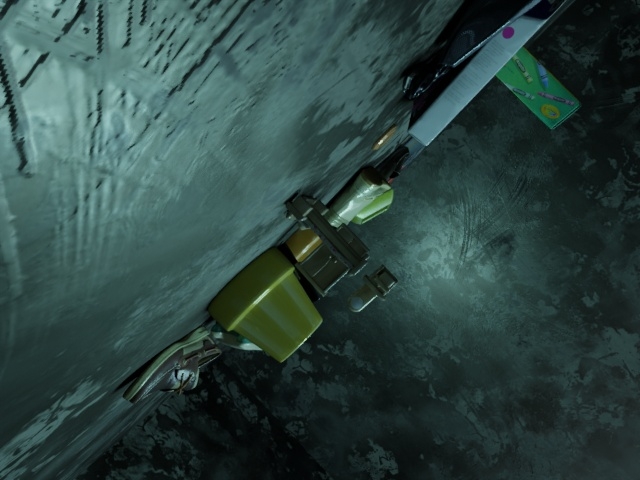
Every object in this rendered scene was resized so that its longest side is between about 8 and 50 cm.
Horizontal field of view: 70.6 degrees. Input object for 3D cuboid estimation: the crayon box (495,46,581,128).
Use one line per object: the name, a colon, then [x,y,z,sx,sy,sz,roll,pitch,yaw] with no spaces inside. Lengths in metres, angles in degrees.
crayon box: [0.490,-0.400,1.086,0.081,0.278,0.165,-45,177,32]

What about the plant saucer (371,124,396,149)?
plant saucer: [0.166,-0.263,1.167,0.083,0.013,0.083,-43,176,-4]

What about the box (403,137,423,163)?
box: [0.354,-0.351,1.873,0.183,0.056,0.231,-45,176,1]

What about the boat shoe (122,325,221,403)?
boat shoe: [-0.382,0.352,1.231,0.123,0.123,0.342,-46,176,18]

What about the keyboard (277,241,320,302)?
keyboard: [-0.061,0.092,1.308,0.038,0.191,0.100,-30,180,-32]

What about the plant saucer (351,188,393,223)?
plant saucer: [0.207,-0.123,1.786,0.188,0.045,0.188,-29,172,-1]

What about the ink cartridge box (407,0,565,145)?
ink cartridge box: [0.323,-0.371,0.916,0.371,0.069,0.175,-45,-165,38]

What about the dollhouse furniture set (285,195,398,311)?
dollhouse furniture set: [0.021,0.067,1.044,0.174,0.303,0.355,-44,176,8]

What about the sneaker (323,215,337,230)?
sneaker: [0.000,0.000,1.607,0.282,0.099,0.153,-52,179,15]

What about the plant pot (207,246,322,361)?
plant pot: [-0.131,0.187,1.227,0.254,0.239,0.254,-45,176,-4]

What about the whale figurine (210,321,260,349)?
whale figurine: [-0.227,0.262,1.397,0.272,0.217,0.141,-179,-84,-71]

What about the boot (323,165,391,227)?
boot: [0.119,-0.134,1.454,0.203,0.095,0.262,-46,174,20]

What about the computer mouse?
computer mouse: [0.254,-0.356,0.749,0.272,0.072,0.188,-30,-170,47]

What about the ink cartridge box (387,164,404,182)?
ink cartridge box: [0.213,-0.181,1.823,0.239,0.060,0.275,-27,172,-13]

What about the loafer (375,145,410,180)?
loafer: [0.264,-0.266,1.674,0.220,0.078,0.080,-42,176,-23]

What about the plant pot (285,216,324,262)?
plant pot: [-0.008,0.051,1.413,0.205,0.188,0.205,-44,176,-4]
